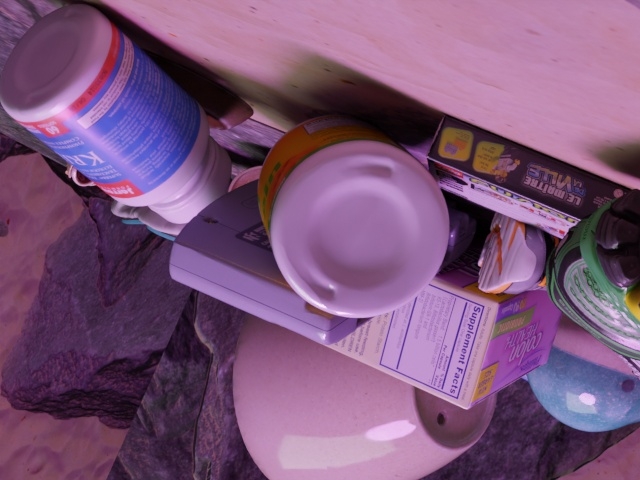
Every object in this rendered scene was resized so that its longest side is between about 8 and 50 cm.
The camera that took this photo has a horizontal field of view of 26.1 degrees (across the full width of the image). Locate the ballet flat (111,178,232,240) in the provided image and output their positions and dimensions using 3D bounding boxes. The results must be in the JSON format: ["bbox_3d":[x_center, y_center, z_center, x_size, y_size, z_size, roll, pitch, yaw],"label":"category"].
[{"bbox_3d":[-0.196,-0.071,1.898,0.139,0.139,0.400,27,175,-27],"label":"ballet flat"}]

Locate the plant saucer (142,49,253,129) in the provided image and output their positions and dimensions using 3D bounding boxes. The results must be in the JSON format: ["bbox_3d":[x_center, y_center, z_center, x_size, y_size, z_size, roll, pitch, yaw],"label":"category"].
[{"bbox_3d":[-0.150,-0.153,1.406,0.168,0.029,0.168,25,175,2],"label":"plant saucer"}]

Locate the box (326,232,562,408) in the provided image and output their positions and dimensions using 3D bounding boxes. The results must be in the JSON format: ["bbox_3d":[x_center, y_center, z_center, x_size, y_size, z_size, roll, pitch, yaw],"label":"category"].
[{"bbox_3d":[0.110,0.058,1.471,0.243,0.117,0.213,23,-162,26],"label":"box"}]

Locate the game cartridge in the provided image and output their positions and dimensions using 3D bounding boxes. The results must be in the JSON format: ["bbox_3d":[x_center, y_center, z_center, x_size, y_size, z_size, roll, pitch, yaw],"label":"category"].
[{"bbox_3d":[0.000,0.000,1.318,0.198,0.062,0.297,18,-154,27],"label":"game cartridge"}]

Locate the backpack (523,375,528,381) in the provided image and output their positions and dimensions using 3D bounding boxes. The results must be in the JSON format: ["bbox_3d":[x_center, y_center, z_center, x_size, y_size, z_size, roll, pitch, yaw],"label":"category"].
[{"bbox_3d":[0.287,0.129,1.826,0.158,0.117,0.173,28,177,-29],"label":"backpack"}]

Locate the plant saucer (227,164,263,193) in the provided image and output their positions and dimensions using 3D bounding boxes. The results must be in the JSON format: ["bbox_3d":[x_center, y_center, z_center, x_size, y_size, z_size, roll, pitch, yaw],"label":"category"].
[{"bbox_3d":[-0.017,-0.027,1.668,0.198,0.036,0.199,20,143,16],"label":"plant saucer"}]

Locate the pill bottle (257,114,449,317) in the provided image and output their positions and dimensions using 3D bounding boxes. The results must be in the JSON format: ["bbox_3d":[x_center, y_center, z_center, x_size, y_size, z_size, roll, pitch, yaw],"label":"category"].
[{"bbox_3d":[0.018,-0.031,1.146,0.136,0.136,0.246,25,-172,-11],"label":"pill bottle"}]

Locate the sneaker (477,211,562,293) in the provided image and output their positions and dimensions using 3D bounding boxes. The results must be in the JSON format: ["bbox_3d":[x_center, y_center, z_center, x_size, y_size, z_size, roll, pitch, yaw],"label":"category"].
[{"bbox_3d":[0.187,0.009,1.206,0.083,0.084,0.215,21,-171,4],"label":"sneaker"}]

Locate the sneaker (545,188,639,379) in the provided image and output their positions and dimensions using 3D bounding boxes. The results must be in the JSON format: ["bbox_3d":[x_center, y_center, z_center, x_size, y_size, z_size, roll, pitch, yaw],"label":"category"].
[{"bbox_3d":[0.310,0.071,0.956,0.343,0.134,0.146,34,163,-13],"label":"sneaker"}]

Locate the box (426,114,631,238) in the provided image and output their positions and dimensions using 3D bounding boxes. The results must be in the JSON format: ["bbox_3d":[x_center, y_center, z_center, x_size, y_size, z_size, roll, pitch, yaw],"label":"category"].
[{"bbox_3d":[0.184,-0.030,1.062,0.207,0.036,0.114,23,175,9],"label":"box"}]

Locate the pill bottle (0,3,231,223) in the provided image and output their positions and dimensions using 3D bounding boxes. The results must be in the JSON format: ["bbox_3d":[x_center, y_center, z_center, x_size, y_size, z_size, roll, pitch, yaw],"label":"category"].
[{"bbox_3d":[-0.181,-0.108,1.284,0.124,0.124,0.221,19,164,44],"label":"pill bottle"}]

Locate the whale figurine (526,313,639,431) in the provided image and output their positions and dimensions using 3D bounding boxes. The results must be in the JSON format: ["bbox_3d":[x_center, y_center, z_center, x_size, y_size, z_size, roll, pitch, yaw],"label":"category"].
[{"bbox_3d":[0.364,0.165,1.631,0.272,0.141,0.216,17,-173,-26],"label":"whale figurine"}]

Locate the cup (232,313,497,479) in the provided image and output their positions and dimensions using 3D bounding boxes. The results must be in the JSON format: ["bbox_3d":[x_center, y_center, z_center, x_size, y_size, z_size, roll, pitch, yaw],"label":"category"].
[{"bbox_3d":[0.086,0.181,1.785,0.331,0.331,0.237,28,160,-39],"label":"cup"}]

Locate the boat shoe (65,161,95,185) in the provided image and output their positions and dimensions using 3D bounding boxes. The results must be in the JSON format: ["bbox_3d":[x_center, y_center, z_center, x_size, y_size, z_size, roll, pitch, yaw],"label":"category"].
[{"bbox_3d":[-0.267,-0.091,1.587,0.063,0.059,0.170,22,180,-31],"label":"boat shoe"}]
